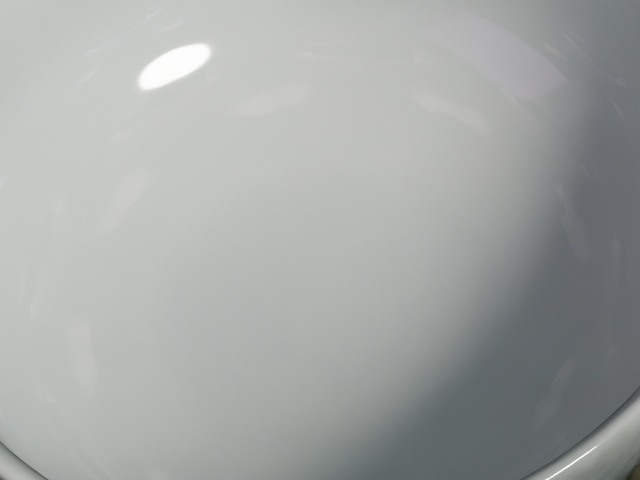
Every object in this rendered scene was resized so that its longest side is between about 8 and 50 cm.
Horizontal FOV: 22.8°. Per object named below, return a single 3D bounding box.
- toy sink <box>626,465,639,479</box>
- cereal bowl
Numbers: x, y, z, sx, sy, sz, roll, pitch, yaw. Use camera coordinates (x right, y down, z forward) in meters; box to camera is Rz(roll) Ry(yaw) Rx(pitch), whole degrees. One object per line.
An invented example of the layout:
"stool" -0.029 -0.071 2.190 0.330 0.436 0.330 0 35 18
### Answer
"toy sink" 0.191 0.108 0.687 0.234 0.131 0.152 -20 81 55
"cereal bowl" 0.000 0.000 0.651 0.339 0.339 0.141 54 166 32
